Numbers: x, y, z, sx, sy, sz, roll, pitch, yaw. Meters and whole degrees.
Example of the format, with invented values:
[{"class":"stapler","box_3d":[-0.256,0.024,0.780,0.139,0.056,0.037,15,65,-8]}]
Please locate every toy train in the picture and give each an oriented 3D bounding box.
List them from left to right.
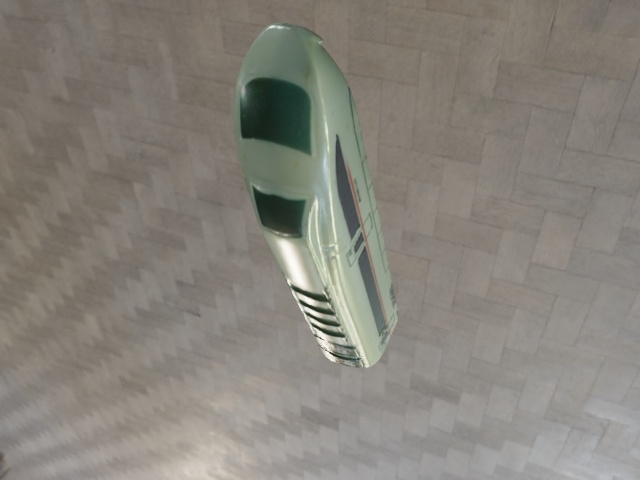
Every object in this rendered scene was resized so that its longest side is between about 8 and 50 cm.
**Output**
[{"class":"toy train","box_3d":[0.000,0.000,0.525,0.087,0.088,0.406,18,153,24]}]
